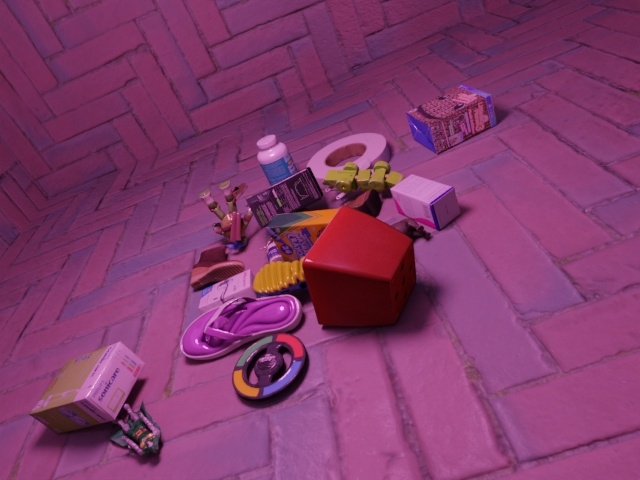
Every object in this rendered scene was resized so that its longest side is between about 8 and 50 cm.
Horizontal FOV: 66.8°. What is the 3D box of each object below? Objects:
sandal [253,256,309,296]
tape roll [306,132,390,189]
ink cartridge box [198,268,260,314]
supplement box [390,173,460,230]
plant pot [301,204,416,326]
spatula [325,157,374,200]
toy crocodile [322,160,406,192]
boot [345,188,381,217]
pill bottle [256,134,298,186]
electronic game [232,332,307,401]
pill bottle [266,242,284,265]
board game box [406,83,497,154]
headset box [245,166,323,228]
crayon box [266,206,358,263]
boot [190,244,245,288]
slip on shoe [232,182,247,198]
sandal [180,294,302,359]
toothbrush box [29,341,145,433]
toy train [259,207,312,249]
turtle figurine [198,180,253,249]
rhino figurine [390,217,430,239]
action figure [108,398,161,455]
[{"bbox_3d":[-0.072,0.128,1.582,0.317,0.138,0.126,-15,48,20],"label":"sandal"},{"bbox_3d":[0.126,-0.367,2.218,0.391,0.072,0.392,-17,32,11],"label":"tape roll"},{"bbox_3d":[-0.312,0.194,1.680,0.190,0.082,0.140,-25,23,2],"label":"ink cartridge box"},{"bbox_3d":[0.362,-0.137,1.687,0.114,0.111,0.220,-36,34,-17],"label":"supplement box"},{"bbox_3d":[0.133,0.095,1.394,0.235,0.267,0.267,12,46,27],"label":"plant pot"},{"bbox_3d":[0.154,-0.229,1.986,0.242,0.019,0.168,-36,66,-15],"label":"spatula"},{"bbox_3d":[0.171,-0.236,1.917,0.340,0.105,0.115,3,52,23],"label":"toy crocodile"},{"bbox_3d":[0.127,-0.079,1.785,0.115,0.112,0.305,-17,23,33],"label":"boot"},{"bbox_3d":[-0.196,-0.347,2.225,0.146,0.264,0.146,-17,33,12],"label":"pill bottle"},{"bbox_3d":[-0.146,0.355,1.377,0.229,0.048,0.229,-18,32,12],"label":"electronic game"},{"bbox_3d":[-0.165,0.058,1.802,0.067,0.067,0.120,-26,32,-1],"label":"pill bottle"},{"bbox_3d":[0.558,-0.526,2.089,0.291,0.141,0.232,-27,32,-3],"label":"board game box"},{"bbox_3d":[-0.142,-0.168,1.914,0.283,0.131,0.246,-26,7,7],"label":"headset box"},{"bbox_3d":[0.000,0.000,1.646,0.322,0.203,0.083,-4,38,30],"label":"crayon box"},{"bbox_3d":[-0.395,0.078,1.907,0.248,0.090,0.207,-18,34,17],"label":"boot"},{"bbox_3d":[-0.415,-0.258,2.456,0.051,0.041,0.135,-3,38,31],"label":"slip on shoe"},{"bbox_3d":[-0.263,0.247,1.523,0.416,0.102,0.169,-20,53,7],"label":"sandal"},{"bbox_3d":[-0.719,0.459,1.505,0.283,0.122,0.206,-23,30,26],"label":"toothbrush box"},{"bbox_3d":[-0.138,-0.048,1.918,0.248,0.105,0.143,-27,22,-3],"label":"toy train"},{"bbox_3d":[-0.374,-0.118,2.021,0.197,0.266,0.275,-5,34,32],"label":"turtle figurine"},{"bbox_3d":[0.234,-0.009,1.590,0.243,0.073,0.106,-21,29,-21],"label":"rhino figurine"},{"bbox_3d":[-0.505,0.532,1.350,0.232,0.063,0.137,9,55,46],"label":"action figure"}]
